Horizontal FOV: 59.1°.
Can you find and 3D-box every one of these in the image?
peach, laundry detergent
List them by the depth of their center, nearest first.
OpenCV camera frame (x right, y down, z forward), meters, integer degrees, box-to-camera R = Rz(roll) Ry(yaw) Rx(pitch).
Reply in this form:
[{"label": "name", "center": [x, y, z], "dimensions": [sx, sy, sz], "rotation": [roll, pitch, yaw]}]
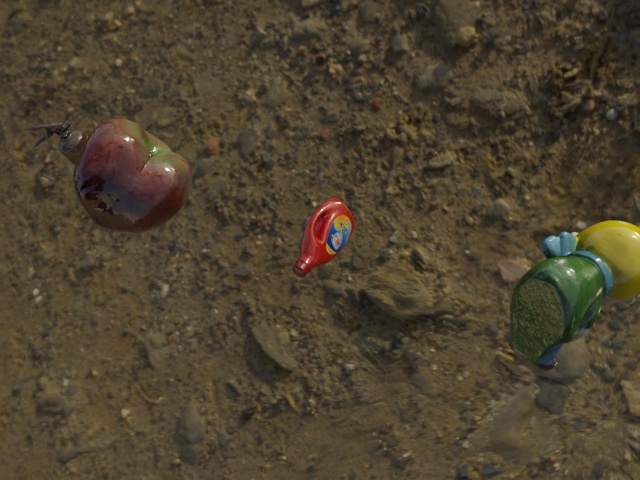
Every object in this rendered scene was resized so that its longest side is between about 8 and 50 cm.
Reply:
[{"label": "peach", "center": [-0.261, -0.077, 0.773], "dimensions": [0.152, 0.152, 0.152], "rotation": [-8, 71, 25]}, {"label": "laundry detergent", "center": [0.000, 0.000, 1.043], "dimensions": [0.049, 0.097, 0.165], "rotation": [-1, 39, 42]}]

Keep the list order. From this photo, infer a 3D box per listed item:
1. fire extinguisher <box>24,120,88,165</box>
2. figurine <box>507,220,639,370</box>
[{"label": "fire extinguisher", "center": [-0.590, -0.204, 1.372], "dimensions": [0.075, 0.252, 0.106], "rotation": [11, 62, 37]}, {"label": "figurine", "center": [0.370, 0.069, 0.787], "dimensions": [0.127, 0.234, 0.185], "rotation": [29, 134, 40]}]
